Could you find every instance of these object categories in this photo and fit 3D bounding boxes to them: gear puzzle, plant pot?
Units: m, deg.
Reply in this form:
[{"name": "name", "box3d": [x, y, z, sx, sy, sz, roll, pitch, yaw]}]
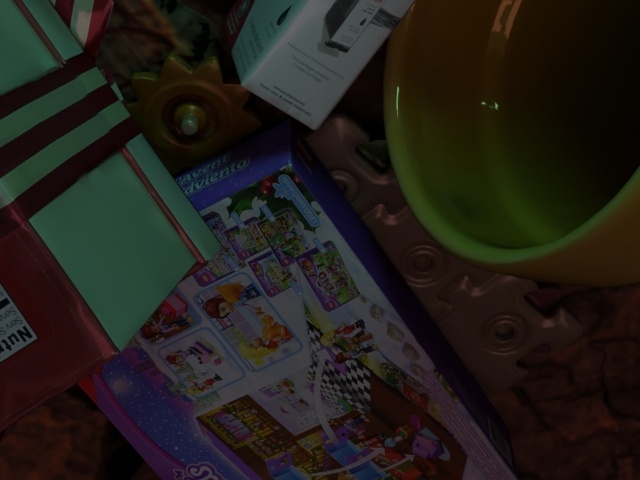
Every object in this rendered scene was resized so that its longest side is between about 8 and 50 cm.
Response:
[{"name": "gear puzzle", "box3d": [0.000, 0.000, 1.121, 0.175, 0.044, 0.339, -39, 117, 23]}, {"name": "plant pot", "box3d": [0.204, -0.092, 1.004, 0.239, 0.254, 0.254, 9, 119, -35]}]

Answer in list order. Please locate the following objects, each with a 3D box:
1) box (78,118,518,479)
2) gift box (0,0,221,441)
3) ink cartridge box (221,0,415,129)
[{"name": "box", "box3d": [-0.029, 0.084, 1.115, 0.201, 0.057, 0.293, -26, 122, 16]}, {"name": "gift box", "box3d": [-0.221, -0.028, 0.922, 0.255, 0.258, 0.276, -28, 97, 13]}, {"name": "ink cartridge box", "box3d": [0.008, -0.147, 0.998, 0.056, 0.099, 0.135, 29, 110, -25]}]
